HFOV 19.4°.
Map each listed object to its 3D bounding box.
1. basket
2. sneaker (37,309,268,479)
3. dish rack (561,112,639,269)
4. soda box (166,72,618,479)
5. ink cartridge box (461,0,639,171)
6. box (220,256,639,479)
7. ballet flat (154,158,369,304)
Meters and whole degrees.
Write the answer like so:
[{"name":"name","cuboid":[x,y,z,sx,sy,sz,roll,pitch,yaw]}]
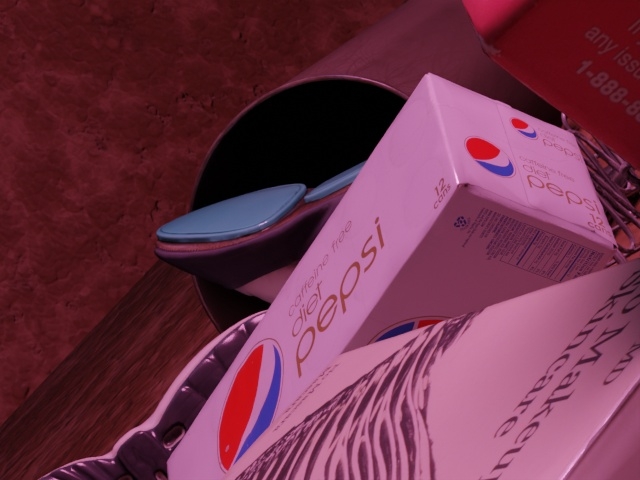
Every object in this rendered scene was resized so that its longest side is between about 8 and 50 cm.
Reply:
[{"name":"basket","cuboid":[0.048,-0.050,1.084,0.204,0.154,0.227,-56,-6,37]},{"name":"sneaker","cuboid":[-0.082,0.146,0.956,0.275,0.107,0.110,-37,-8,-8]},{"name":"dish rack","cuboid":[0.129,-0.028,0.803,0.271,0.074,0.208,-35,11,49]},{"name":"soda box","cuboid":[0.019,0.048,0.709,0.216,0.069,0.074,-56,26,30]},{"name":"ink cartridge box","cuboid":[0.184,-0.122,0.441,0.283,0.207,0.117,-41,41,22]},{"name":"box","cuboid":[0.053,0.082,0.518,0.113,0.094,0.275,-47,8,-23]},{"name":"ballet flat","cuboid":[0.000,0.000,0.944,0.203,0.074,0.074,-18,22,37]}]
